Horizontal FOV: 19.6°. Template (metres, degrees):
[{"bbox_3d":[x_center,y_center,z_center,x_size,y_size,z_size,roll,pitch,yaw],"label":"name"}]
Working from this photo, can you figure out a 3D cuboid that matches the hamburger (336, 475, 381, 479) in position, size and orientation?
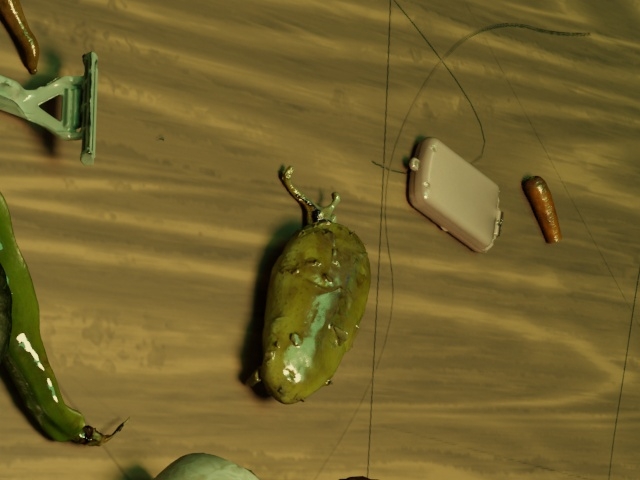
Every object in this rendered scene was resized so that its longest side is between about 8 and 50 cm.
[{"bbox_3d":[0.065,0.377,1.828,0.261,0.303,0.186,33,48,-12],"label":"hamburger"}]

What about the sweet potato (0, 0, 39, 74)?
[{"bbox_3d":[-0.301,-0.218,1.823,0.026,0.026,0.115,-42,109,-46],"label":"sweet potato"}]

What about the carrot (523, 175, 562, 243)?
[{"bbox_3d":[0.293,-0.042,2.424,0.032,0.032,0.093,-33,106,-48],"label":"carrot"}]

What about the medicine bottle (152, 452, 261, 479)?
[{"bbox_3d":[-0.122,0.297,1.761,0.147,0.147,0.143,56,47,-19],"label":"medicine bottle"}]

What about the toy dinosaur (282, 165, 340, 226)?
[{"bbox_3d":[0.011,-0.007,2.096,0.058,0.037,0.180,-27,92,-25],"label":"toy dinosaur"}]

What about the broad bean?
[{"bbox_3d":[-0.281,0.067,1.735,0.318,0.056,0.098,64,28,-20],"label":"broad bean"}]

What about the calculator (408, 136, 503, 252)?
[{"bbox_3d":[0.167,-0.056,2.285,0.175,0.032,0.100,34,54,-36],"label":"calculator"}]

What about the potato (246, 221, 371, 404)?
[{"bbox_3d":[-0.009,0.078,2.001,0.117,0.090,0.225,33,57,-19],"label":"potato"}]

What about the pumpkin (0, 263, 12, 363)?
[{"bbox_3d":[-0.342,0.063,1.611,0.167,0.125,0.167,49,32,-47],"label":"pumpkin"}]

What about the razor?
[{"bbox_3d":[-0.330,-0.154,1.745,0.278,0.056,0.111,16,64,-38],"label":"razor"}]
